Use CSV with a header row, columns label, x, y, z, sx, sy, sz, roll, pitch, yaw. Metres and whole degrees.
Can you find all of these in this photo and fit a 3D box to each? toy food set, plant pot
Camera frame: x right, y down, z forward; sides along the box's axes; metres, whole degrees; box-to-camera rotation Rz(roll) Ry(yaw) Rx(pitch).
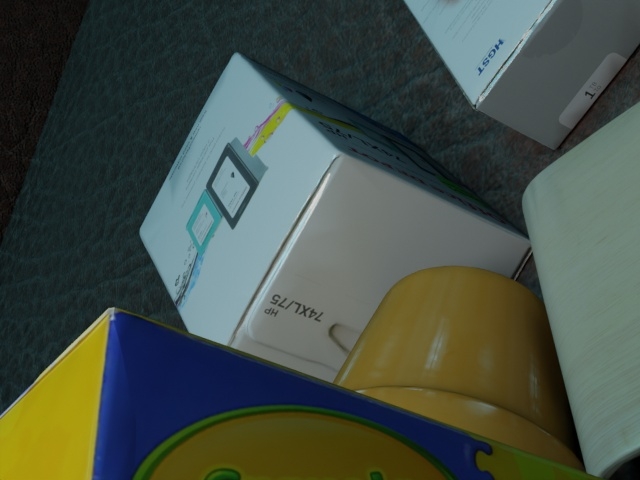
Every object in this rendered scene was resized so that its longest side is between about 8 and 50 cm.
label,x,y,z,sx,sy,sz,roll,pitch,yaw
toy food set,0.256,-0.001,0.645,0.306,0.092,0.220,-37,39,31
plant pot,0.082,0.127,0.746,0.205,0.205,0.188,-39,24,43

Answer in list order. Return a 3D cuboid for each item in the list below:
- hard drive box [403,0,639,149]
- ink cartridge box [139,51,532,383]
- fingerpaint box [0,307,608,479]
label,x,y,z,sx,sy,sz,roll,pitch,yaw
hard drive box,0.171,-0.215,0.924,0.181,0.089,0.232,-54,30,24
ink cartridge box,0.000,0.000,0.955,0.197,0.198,0.270,-60,30,12
fingerpaint box,0.080,0.271,0.356,0.163,0.444,0.371,-40,38,39
